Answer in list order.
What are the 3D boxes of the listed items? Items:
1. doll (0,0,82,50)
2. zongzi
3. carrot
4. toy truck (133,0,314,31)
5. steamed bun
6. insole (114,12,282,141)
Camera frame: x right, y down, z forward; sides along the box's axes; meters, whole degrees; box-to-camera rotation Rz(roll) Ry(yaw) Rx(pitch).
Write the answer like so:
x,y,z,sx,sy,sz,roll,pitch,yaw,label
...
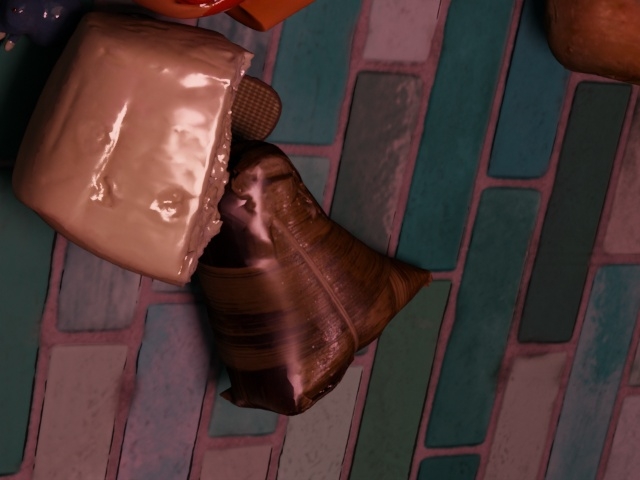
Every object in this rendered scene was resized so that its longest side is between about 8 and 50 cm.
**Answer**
x,y,z,sx,sy,sz,roll,pitch,yaw,label
-0.257,-0.203,1.623,0.083,0.050,0.076,5,111,-37,doll
0.000,0.000,1.844,0.288,0.134,0.286,-31,121,-35,zongzi
0.360,-0.331,1.874,0.224,0.224,0.341,8,98,-36,carrot
-0.084,-0.316,1.610,0.239,0.189,0.265,-10,116,-41,toy truck
-0.161,-0.100,1.651,0.200,0.170,0.226,24,99,-9,steamed bun
-0.135,-0.158,1.750,0.253,0.005,0.086,21,98,-38,insole
